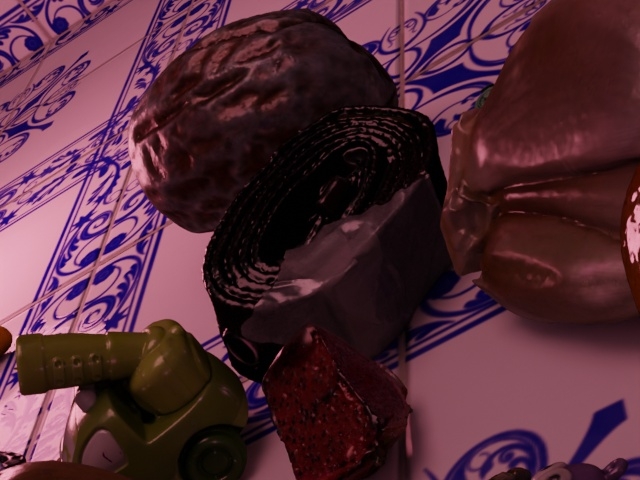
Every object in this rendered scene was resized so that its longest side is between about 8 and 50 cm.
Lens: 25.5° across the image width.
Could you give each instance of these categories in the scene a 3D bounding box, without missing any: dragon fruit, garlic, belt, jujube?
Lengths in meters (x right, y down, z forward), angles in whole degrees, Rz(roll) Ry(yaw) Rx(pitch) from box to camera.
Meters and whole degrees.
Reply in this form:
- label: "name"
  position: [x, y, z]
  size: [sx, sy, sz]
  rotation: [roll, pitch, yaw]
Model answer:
- label: "dragon fruit"
  position: [0.022, 0.148, 1.161]
  size: [0.102, 0.096, 0.147]
  rotation: [-40, 52, 20]
- label: "garlic"
  position: [0.224, -0.070, 1.124]
  size: [0.325, 0.132, 0.279]
  rotation: [-10, 76, 55]
- label: "belt"
  position: [0.015, 0.012, 1.335]
  size: [0.184, 0.164, 0.289]
  rotation: [18, 53, 33]
- label: "jujube"
  position: [-0.058, -0.130, 1.609]
  size: [0.308, 0.246, 0.215]
  rotation: [-28, 63, 35]

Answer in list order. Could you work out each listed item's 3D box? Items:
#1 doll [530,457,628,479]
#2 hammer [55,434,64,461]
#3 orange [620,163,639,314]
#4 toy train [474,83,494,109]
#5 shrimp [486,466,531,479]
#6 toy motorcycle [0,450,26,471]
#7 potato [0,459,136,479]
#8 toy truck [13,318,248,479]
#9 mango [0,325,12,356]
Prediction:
- label: "doll"
  position: [0.119, 0.208, 0.918]
  size: [0.206, 0.067, 0.110]
  rotation: [-42, 3, 7]
- label: "hammer"
  position: [-0.278, 0.238, 1.489]
  size: [0.083, 0.031, 0.052]
  rotation: [-42, 19, 6]
- label: "orange"
  position: [0.306, 0.006, 0.803]
  size: [0.264, 0.264, 0.264]
  rotation: [-31, 24, 15]
- label: "toy train"
  position: [0.227, -0.136, 1.412]
  size: [0.172, 0.070, 0.099]
  rotation: [-32, 34, 15]
- label: "shrimp"
  position: [0.075, 0.202, 0.992]
  size: [0.161, 0.091, 0.034]
  rotation: [-38, 65, 18]
- label: "toy motorcycle"
  position: [-0.347, 0.274, 1.296]
  size: [0.212, 0.125, 0.358]
  rotation: [-5, 6, -28]
- label: "potato"
  position: [-0.202, 0.256, 1.072]
  size: [0.299, 0.116, 0.239]
  rotation: [13, 47, 20]
- label: "toy truck"
  position: [-0.163, 0.151, 1.287]
  size: [0.187, 0.211, 0.148]
  rotation: [-19, 23, -2]
- label: "mango"
  position: [-0.464, 0.147, 1.898]
  size: [0.114, 0.057, 0.079]
  rotation: [-21, 23, 16]
